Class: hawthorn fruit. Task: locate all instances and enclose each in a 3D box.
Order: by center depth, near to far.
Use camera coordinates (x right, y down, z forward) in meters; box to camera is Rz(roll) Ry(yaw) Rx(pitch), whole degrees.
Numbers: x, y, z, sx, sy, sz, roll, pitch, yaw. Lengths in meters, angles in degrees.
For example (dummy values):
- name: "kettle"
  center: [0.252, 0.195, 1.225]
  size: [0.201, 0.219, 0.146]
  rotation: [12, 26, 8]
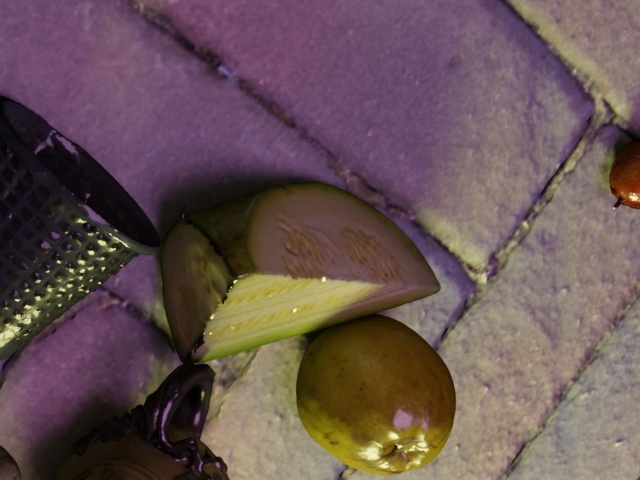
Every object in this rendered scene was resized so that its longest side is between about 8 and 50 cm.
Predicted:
- name: "hawthorn fruit"
  center: [0.336, -0.068, 1.959]
  size: [0.077, 0.077, 0.077]
  rotation: [-18, 124, -30]

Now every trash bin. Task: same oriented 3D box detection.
- name: "trash bin"
  center: [-0.243, 0.000, 1.487]
  size: [0.161, 0.175, 0.175]
  rotation: [-45, 134, 6]

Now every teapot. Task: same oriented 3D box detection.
- name: "teapot"
  center: [-0.161, 0.232, 1.643]
  size: [0.269, 0.173, 0.182]
  rotation: [-68, 167, 4]

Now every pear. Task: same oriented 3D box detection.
- name: "pear"
  center: [0.052, 0.149, 1.796]
  size: [0.149, 0.162, 0.149]
  rotation: [-15, 129, -20]

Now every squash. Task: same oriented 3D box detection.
- name: "squash"
  center: [0.000, 0.000, 1.692]
  size: [0.288, 0.111, 0.203]
  rotation: [-16, 159, -26]

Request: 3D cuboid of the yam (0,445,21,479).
- name: "yam"
  center: [-0.343, 0.317, 1.601]
  size: [0.133, 0.133, 0.330]
  rotation: [17, 100, -42]
